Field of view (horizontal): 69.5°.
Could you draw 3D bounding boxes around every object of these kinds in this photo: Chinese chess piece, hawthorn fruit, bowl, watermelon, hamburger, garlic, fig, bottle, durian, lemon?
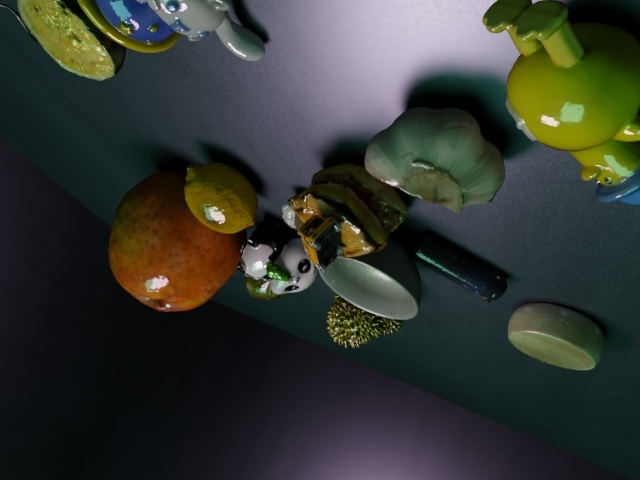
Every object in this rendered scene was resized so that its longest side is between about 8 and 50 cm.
[{"bbox_3d":[0.611,0.252,1.210,0.237,0.092,0.238,23,158,10],"label":"Chinese chess piece"},{"bbox_3d":[-0.490,0.013,1.562,0.471,0.472,0.472,24,159,10],"label":"hawthorn fruit"},{"bbox_3d":[0.151,0.075,1.234,0.289,0.146,0.289,24,153,13],"label":"bowl"},{"bbox_3d":[-0.492,-0.437,0.939,0.231,0.127,0.204,10,153,35],"label":"watermelon"},{"bbox_3d":[0.065,-0.073,1.052,0.244,0.163,0.244,32,162,12],"label":"hamburger"},{"bbox_3d":[0.190,-0.152,0.759,0.229,0.178,0.143,7,124,6],"label":"garlic"},{"bbox_3d":[-0.193,0.098,1.748,0.203,0.203,0.236,21,136,17],"label":"fig"},{"bbox_3d":[0.345,0.067,1.146,0.244,0.082,0.072,30,-157,-3],"label":"bottle"},{"bbox_3d":[0.145,0.205,1.462,0.225,0.290,0.291,67,161,9],"label":"durian"},{"bbox_3d":[-0.284,-0.122,1.328,0.256,0.188,0.188,40,156,-26],"label":"lemon"}]

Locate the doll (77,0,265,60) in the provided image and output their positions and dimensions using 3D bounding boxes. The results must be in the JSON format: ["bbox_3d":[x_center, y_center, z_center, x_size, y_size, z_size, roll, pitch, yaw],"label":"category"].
[{"bbox_3d":[-0.234,-0.392,0.745,0.242,0.160,0.310,-9,163,39],"label":"doll"}]

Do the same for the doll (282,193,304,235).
[{"bbox_3d":[-0.021,-0.054,1.225,0.221,0.114,0.106,41,132,53],"label":"doll"}]

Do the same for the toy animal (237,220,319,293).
[{"bbox_3d":[-0.133,0.068,1.542,0.266,0.213,0.213,28,159,4],"label":"toy animal"}]

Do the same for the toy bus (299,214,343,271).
[{"bbox_3d":[0.000,0.000,0.981,0.074,0.069,0.162,41,163,23],"label":"toy bus"}]

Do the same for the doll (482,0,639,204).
[{"bbox_3d":[0.331,-0.164,0.576,0.362,0.145,0.200,32,-160,-35],"label":"doll"}]
